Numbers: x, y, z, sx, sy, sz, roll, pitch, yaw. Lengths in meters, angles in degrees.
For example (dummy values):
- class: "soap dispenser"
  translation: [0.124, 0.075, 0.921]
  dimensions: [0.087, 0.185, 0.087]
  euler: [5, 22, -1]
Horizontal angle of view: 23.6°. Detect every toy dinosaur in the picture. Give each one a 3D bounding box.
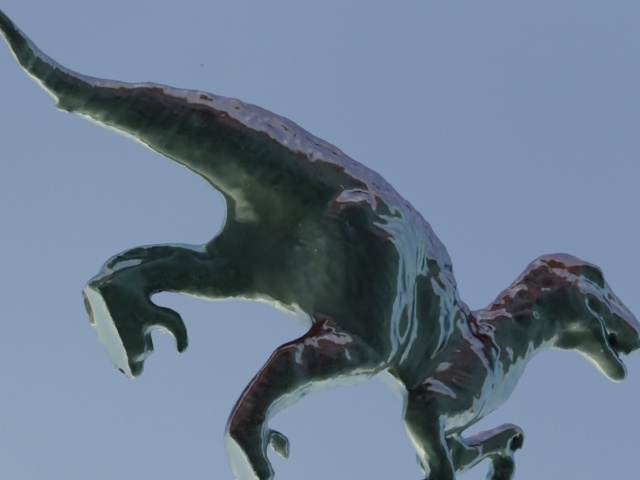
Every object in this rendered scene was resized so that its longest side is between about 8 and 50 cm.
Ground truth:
- class: "toy dinosaur"
  translation: [0.000, 0.000, 0.491]
  dimensions: [0.242, 0.053, 0.167]
  euler: [51, -120, -15]
